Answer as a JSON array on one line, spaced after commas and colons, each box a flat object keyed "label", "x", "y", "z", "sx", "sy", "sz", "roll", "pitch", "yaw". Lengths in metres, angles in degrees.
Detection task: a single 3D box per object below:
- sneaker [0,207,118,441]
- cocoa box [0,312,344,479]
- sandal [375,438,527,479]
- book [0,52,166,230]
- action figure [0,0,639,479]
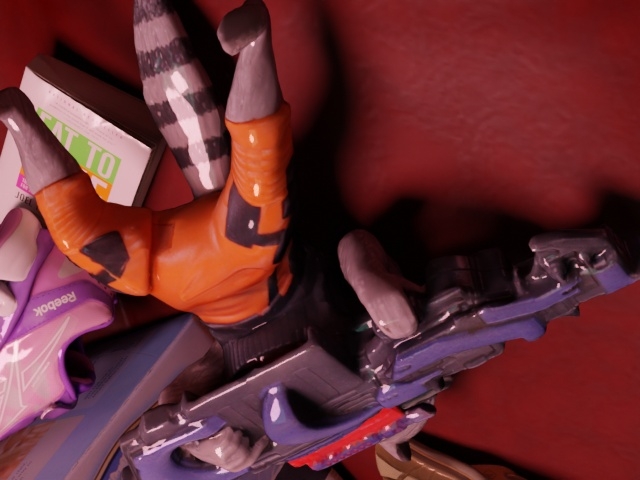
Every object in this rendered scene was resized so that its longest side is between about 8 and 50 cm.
[{"label": "sneaker", "x": -0.213, "y": 0.098, "z": 0.908, "sx": 0.105, "sy": 0.095, "sz": 0.236, "roll": 26, "pitch": 110, "yaw": -17}, {"label": "cocoa box", "x": -0.172, "y": 0.259, "z": 0.955, "sx": 0.231, "sy": 0.347, "sz": 0.228, "roll": -20, "pitch": 115, "yaw": 46}, {"label": "sandal", "x": 0.117, "y": 0.181, "z": 0.914, "sx": 0.180, "sy": 0.049, "sz": 0.072, "roll": 31, "pitch": 137, "yaw": 29}, {"label": "book", "x": -0.161, "y": -0.045, "z": 0.874, "sx": 0.096, "sy": 0.035, "sz": 0.144, "roll": 30, "pitch": 135, "yaw": 1}, {"label": "action figure", "x": 0.000, "y": 0.000, "z": 0.773, "sx": 0.341, "sy": 0.178, "sz": 0.330, "roll": -22, "pitch": 126, "yaw": 16}]
